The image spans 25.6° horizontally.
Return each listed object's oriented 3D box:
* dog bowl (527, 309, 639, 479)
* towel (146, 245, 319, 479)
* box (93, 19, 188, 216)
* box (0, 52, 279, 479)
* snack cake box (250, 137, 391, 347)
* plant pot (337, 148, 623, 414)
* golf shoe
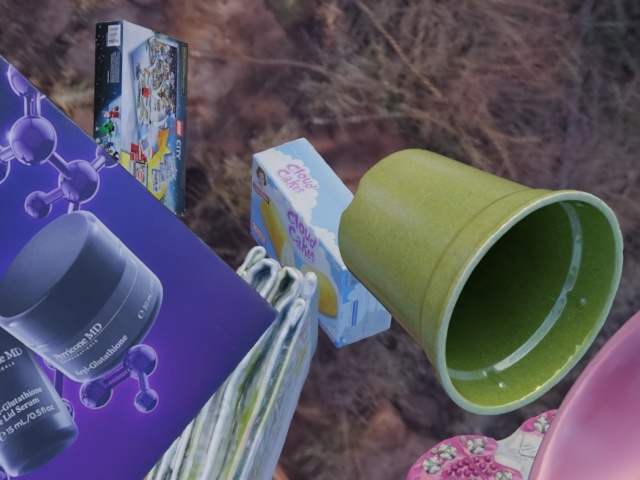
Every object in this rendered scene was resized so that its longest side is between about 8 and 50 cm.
[{"bbox_3d":[0.316,0.184,1.063,0.150,0.408,0.408,35,93,-18],"label":"dog bowl"},{"bbox_3d":[-0.091,0.200,1.378,0.090,0.374,0.320,19,73,6],"label":"towel"},{"bbox_3d":[-0.228,-0.150,1.792,0.159,0.044,0.233,8,82,-66],"label":"box"},{"bbox_3d":[-0.176,0.066,0.582,0.184,0.103,0.261,43,78,-20],"label":"box"},{"bbox_3d":[0.000,0.000,1.942,0.089,0.264,0.152,-19,136,-22],"label":"snack cake box"},{"bbox_3d":[0.163,0.020,1.635,0.276,0.254,0.276,-21,128,-30],"label":"plant pot"},{"bbox_3d":[0.258,0.346,2.052,0.306,0.115,0.140,-10,142,-23],"label":"golf shoe"}]
